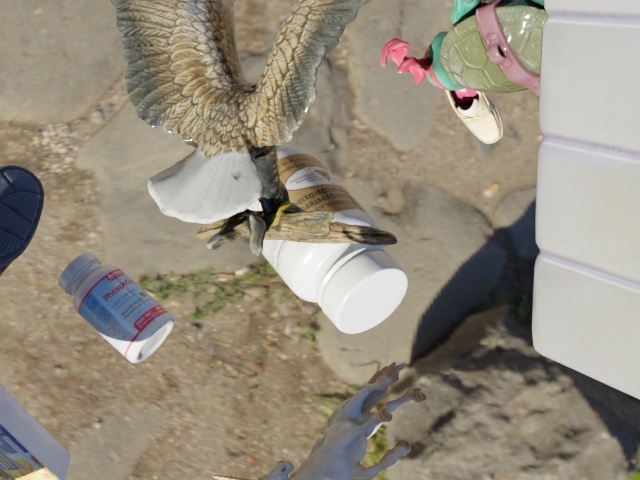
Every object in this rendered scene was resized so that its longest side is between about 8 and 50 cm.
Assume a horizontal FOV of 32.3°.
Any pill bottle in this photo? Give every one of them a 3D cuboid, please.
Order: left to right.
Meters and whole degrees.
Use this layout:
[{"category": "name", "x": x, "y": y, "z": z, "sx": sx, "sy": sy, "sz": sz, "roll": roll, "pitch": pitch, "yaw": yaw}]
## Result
[{"category": "pill bottle", "x": -0.290, "y": 0.091, "z": 1.558, "sx": 0.160, "sy": 0.087, "sz": 0.087, "roll": 40, "pitch": 66, "yaw": 11}, {"category": "pill bottle", "x": 0.000, "y": 0.000, "z": 1.346, "sx": 0.131, "sy": 0.229, "sz": 0.131, "roll": -25, "pitch": 142, "yaw": -21}]

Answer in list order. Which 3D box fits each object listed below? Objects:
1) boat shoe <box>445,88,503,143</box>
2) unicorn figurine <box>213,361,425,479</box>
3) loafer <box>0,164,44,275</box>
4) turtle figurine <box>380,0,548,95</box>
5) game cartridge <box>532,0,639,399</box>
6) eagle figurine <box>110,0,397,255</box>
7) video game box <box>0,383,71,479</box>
[{"category": "boat shoe", "x": 0.241, "y": -0.222, "z": 1.797, "sx": 0.170, "sy": 0.063, "sz": 0.059, "roll": 55, "pitch": 28, "yaw": -19}, {"category": "unicorn figurine", "x": 0.015, "y": 0.149, "z": 0.816, "sx": 0.060, "sy": 0.111, "sz": 0.162, "roll": 59, "pitch": 26, "yaw": 5}, {"category": "loafer", "x": -0.453, "y": 0.033, "z": 1.392, "sx": 0.109, "sy": 0.095, "sz": 0.302, "roll": 35, "pitch": 54, "yaw": -18}, {"category": "turtle figurine", "x": 0.133, "y": -0.148, "z": 0.691, "sx": 0.175, "sy": 0.234, "sz": 0.118, "roll": 17, "pitch": 70, "yaw": -38}, {"category": "game cartridge", "x": 0.174, "y": -0.030, "z": 0.198, "sx": 0.068, "sy": 0.355, "sz": 0.230, "roll": -14, "pitch": 110, "yaw": -27}, {"category": "eagle figurine", "x": -0.061, "y": -0.144, "z": 0.989, "sx": 0.226, "sy": 0.225, "sz": 0.298, "roll": -4, "pitch": 99, "yaw": -27}, {"category": "video game box", "x": -0.414, "y": 0.223, "z": 1.260, "sx": 0.205, "sy": 0.187, "sz": 0.048, "roll": 67, "pitch": 26, "yaw": -51}]
